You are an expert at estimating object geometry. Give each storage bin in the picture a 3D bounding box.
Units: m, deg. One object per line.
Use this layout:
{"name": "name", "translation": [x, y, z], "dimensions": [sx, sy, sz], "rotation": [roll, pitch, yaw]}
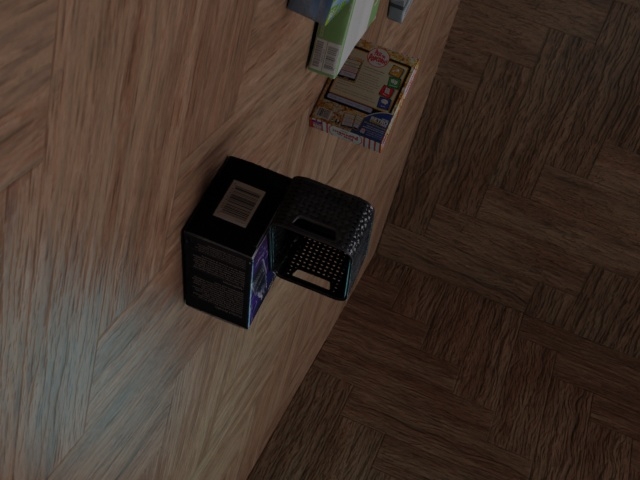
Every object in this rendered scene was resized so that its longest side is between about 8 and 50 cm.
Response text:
{"name": "storage bin", "translation": [0.000, 0.000, 1.381], "dimensions": [0.180, 0.122, 0.084], "rotation": [95, 18, -64]}

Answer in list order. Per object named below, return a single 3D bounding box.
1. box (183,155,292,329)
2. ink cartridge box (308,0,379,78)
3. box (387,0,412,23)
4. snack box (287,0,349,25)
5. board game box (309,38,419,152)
{"name": "box", "translation": [-0.119, 0.007, 1.442], "dimensions": [0.207, 0.108, 0.153], "rotation": [98, 15, -57]}
{"name": "ink cartridge box", "translation": [0.056, -0.406, 1.681], "dimensions": [0.235, 0.056, 0.171], "rotation": [-64, 172, -46]}
{"name": "box", "translation": [0.198, -0.592, 2.168], "dimensions": [0.186, 0.038, 0.145], "rotation": [97, 17, -64]}
{"name": "snack box", "translation": [0.038, -0.430, 1.425], "dimensions": [0.207, 0.070, 0.174], "rotation": [-55, 170, -52]}
{"name": "board game box", "translation": [0.084, -0.280, 1.870], "dimensions": [0.045, 0.147, 0.193], "rotation": [86, 28, -71]}
